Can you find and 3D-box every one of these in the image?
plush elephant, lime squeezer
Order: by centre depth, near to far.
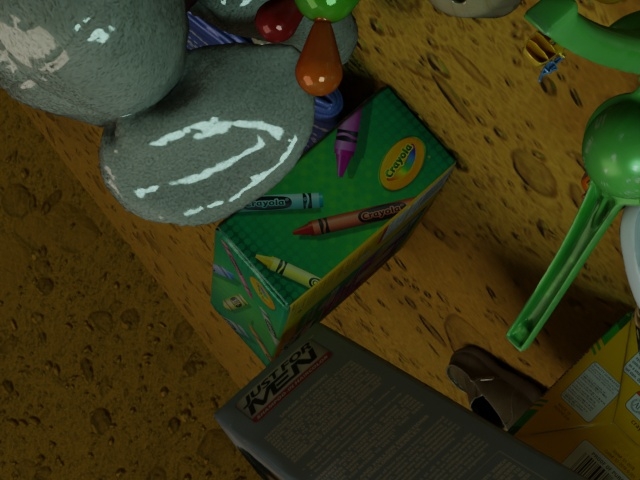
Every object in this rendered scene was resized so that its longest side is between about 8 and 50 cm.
[{"bbox_3d":[0.139,-0.040,0.652,0.058,0.110,0.310,28,159,18],"label":"lime squeezer"},{"bbox_3d":[-0.105,-0.160,0.788,0.272,0.255,0.330,54,166,-19],"label":"plush elephant"}]

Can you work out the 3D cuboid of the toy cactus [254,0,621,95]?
[{"bbox_3d":[0.060,-0.127,0.639,0.180,0.219,0.112,4,-108,-65],"label":"toy cactus"}]

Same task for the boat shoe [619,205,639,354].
[{"bbox_3d":[0.200,0.039,0.776,0.183,0.065,0.083,56,168,-25],"label":"boat shoe"}]

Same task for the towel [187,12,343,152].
[{"bbox_3d":[-0.078,-0.143,1.154,0.243,0.040,0.336,39,172,5],"label":"towel"}]

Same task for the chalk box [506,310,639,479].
[{"bbox_3d":[0.205,0.165,0.976,0.132,0.132,0.213,45,167,14],"label":"chalk box"}]

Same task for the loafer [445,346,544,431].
[{"bbox_3d":[0.152,0.138,1.244,0.056,0.050,0.148,55,166,-23],"label":"loafer"}]

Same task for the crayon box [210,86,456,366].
[{"bbox_3d":[0.000,0.000,1.097,0.081,0.165,0.278,48,167,7],"label":"crayon box"}]

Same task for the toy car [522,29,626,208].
[{"bbox_3d":[0.138,-0.062,0.747,0.122,0.040,0.060,51,167,-11],"label":"toy car"}]

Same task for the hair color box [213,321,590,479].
[{"bbox_3d":[0.088,0.198,0.903,0.185,0.113,0.374,55,166,-26],"label":"hair color box"}]
